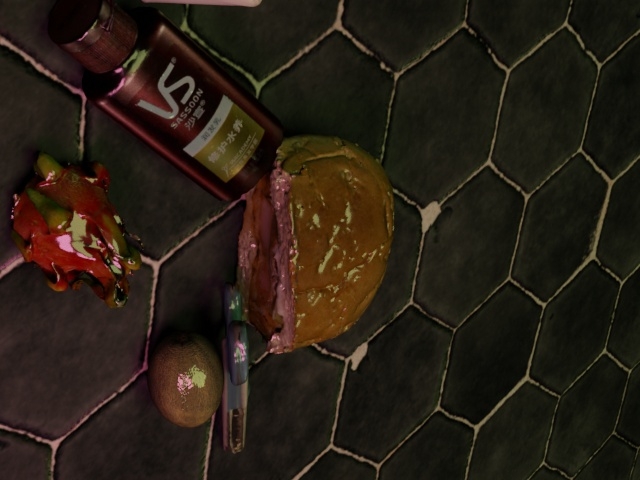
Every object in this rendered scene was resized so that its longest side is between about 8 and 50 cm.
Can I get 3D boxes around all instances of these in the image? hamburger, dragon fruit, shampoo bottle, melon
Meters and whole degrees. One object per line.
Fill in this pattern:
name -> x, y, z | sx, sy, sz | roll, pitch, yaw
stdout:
hamburger -> 0.000, 0.000, 1.646 | 0.211, 0.132, 0.309 | -20, 123, -37
dragon fruit -> -0.257, -0.008, 1.389 | 0.138, 0.175, 0.142 | -48, 170, -3
shampoo bottle -> -0.167, -0.164, 1.406 | 0.129, 0.084, 0.323 | -52, 140, -3
melon -> -0.167, 0.174, 1.584 | 0.098, 0.098, 0.131 | -24, 121, -38

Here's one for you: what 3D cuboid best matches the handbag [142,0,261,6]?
handbag -> -0.127, -0.397, 1.271 | 0.171, 0.151, 0.298 | 37, 59, -67

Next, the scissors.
scissors -> -0.113, 0.186, 1.664 | 0.041, 0.138, 0.289 | -7, 134, -9
